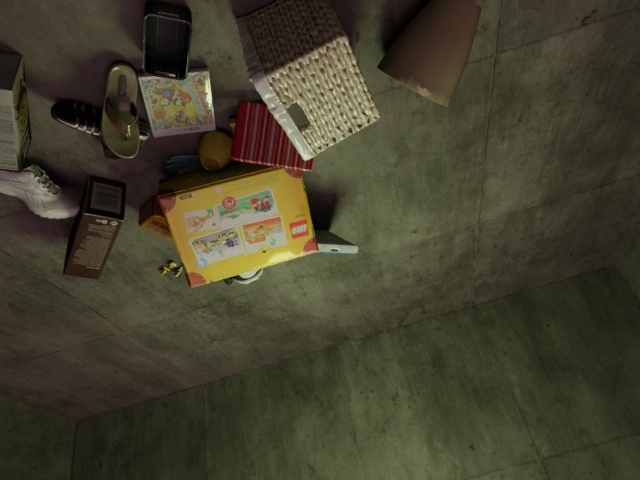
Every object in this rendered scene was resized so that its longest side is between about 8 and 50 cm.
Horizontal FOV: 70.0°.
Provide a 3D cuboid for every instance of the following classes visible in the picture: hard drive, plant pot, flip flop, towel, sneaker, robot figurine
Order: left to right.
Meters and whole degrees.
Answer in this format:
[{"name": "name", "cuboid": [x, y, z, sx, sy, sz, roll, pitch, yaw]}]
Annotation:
[{"name": "sneaker", "cuboid": [-0.947, -0.177, 1.520, 0.297, 0.111, 0.129, 31, 118, -22]}, {"name": "sneaker", "cuboid": [-0.704, -0.328, 1.451, 0.281, 0.106, 0.162, 11, 140, -31]}, {"name": "flip flop", "cuboid": [-0.584, -0.379, 1.354, 0.112, 0.080, 0.277, -4, 116, -37]}, {"name": "plant pot", "cuboid": [-0.366, -0.296, 1.577, 0.134, 0.095, 0.134, 7, 142, 6]}, {"name": "robot figurine", "cuboid": [-0.352, 0.081, 2.053, 0.209, 0.174, 0.278, -14, 144, -1]}, {"name": "towel", "cuboid": [-0.151, -0.344, 1.514, 0.274, 0.199, 0.031, 7, -179, -13]}, {"name": "hard drive", "cuboid": [0.000, 0.000, 1.980, 0.210, 0.318, 0.040, 3, 101, -22]}, {"name": "plant pot", "cuboid": [0.347, -0.589, 1.371, 0.256, 0.256, 0.274, 12, 119, -32]}]

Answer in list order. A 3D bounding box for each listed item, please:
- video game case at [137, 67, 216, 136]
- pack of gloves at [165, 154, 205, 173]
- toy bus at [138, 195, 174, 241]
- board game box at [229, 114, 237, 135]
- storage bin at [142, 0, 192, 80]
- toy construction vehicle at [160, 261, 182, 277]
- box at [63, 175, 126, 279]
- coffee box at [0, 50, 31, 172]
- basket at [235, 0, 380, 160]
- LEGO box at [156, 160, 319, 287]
[{"name": "video game case", "cuboid": [-0.446, -0.433, 1.446, 0.206, 0.026, 0.227, -11, 144, -14]}, {"name": "pack of gloves", "cuboid": [-0.456, -0.234, 1.708, 0.232, 0.046, 0.195, -4, 142, -14]}, {"name": "toy bus", "cuboid": [-0.555, -0.056, 1.856, 0.130, 0.108, 0.332, -33, 140, 24]}, {"name": "board game box", "cuboid": [-0.230, -0.369, 1.600, 0.141, 0.048, 0.170, -11, 143, -2]}, {"name": "storage bin", "cuboid": [-0.424, -0.550, 1.263, 0.122, 0.084, 0.180, 2, 142, -21]}, {"name": "toy construction vehicle", "cuboid": [-0.687, 0.132, 2.134, 0.086, 0.035, 0.098, 27, 126, -29]}, {"name": "box", "cuboid": [-0.849, -0.040, 1.714, 0.143, 0.191, 0.381, 12, 136, -31]}, {"name": "coffee box", "cuboid": [-0.905, -0.358, 1.287, 0.118, 0.168, 0.297, 5, 141, -24]}, {"name": "basket", "cuboid": [-0.033, -0.474, 1.291, 0.266, 0.331, 0.328, -25, 143, 11]}, {"name": "LEGO box", "cuboid": [-0.292, -0.087, 1.679, 0.500, 0.193, 0.373, -15, 119, -9]}]
